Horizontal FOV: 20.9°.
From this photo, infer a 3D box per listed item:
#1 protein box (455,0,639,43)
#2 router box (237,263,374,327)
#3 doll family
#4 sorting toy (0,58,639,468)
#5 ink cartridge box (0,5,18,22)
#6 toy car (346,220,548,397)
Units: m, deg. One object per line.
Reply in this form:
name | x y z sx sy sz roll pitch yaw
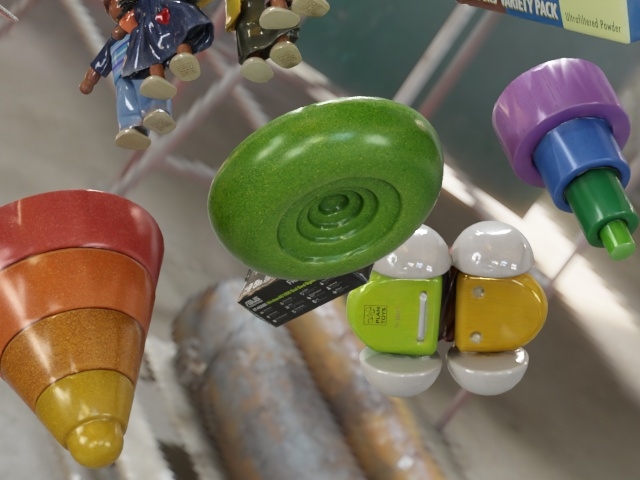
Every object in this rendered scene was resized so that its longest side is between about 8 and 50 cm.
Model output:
protein box | 0.163 -0.218 0.778 0.200 0.201 0.136 -20 23 -24
router box | 0.000 0.000 1.215 0.038 0.122 0.092 35 56 -20
doll family | -0.070 -0.135 1.002 0.076 0.193 0.111 41 29 -57
sorting toy | -0.005 0.021 0.870 0.127 0.366 0.126 77 -6 -54
ink cartridge box | -0.422 -0.246 1.395 0.296 0.066 0.261 25 -6 18
toy car | 0.110 0.051 1.589 0.182 0.159 0.136 -1 23 -7
